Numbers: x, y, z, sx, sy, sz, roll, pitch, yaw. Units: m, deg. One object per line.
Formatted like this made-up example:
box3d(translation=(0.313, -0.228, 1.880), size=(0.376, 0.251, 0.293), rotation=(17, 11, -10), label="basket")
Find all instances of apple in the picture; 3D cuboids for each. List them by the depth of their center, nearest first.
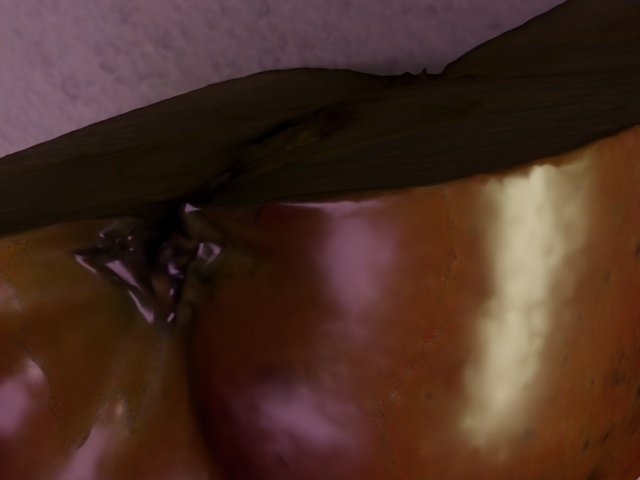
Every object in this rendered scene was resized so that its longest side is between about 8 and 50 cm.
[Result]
box3d(translation=(0.000, 0.000, 0.703), size=(0.295, 0.365, 0.329), rotation=(39, 113, 4), label="apple")
